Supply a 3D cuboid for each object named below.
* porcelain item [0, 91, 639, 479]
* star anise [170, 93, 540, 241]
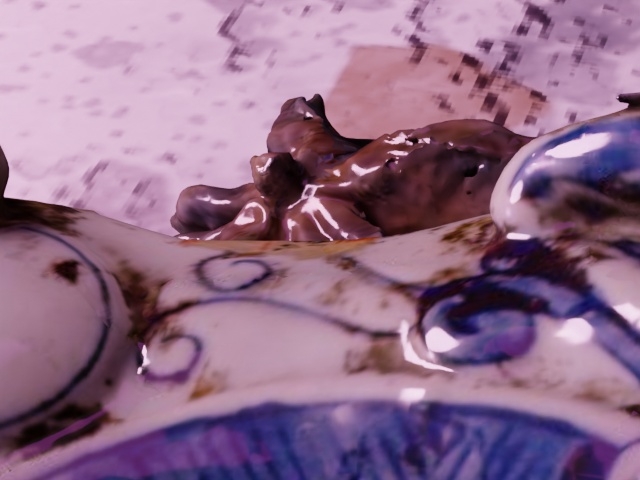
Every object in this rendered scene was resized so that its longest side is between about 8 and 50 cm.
[{"bbox_3d":[-0.010,0.078,0.366,0.288,0.138,0.186,0,66,11],"label":"porcelain item"},{"bbox_3d":[-0.010,0.006,0.503,0.129,0.056,0.124,-41,32,-24],"label":"star anise"}]
